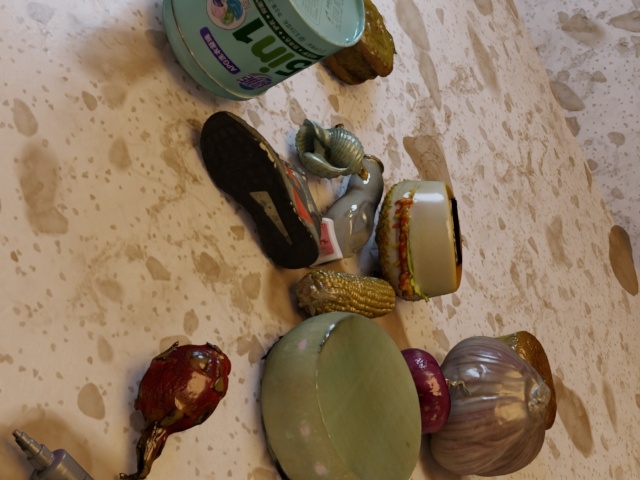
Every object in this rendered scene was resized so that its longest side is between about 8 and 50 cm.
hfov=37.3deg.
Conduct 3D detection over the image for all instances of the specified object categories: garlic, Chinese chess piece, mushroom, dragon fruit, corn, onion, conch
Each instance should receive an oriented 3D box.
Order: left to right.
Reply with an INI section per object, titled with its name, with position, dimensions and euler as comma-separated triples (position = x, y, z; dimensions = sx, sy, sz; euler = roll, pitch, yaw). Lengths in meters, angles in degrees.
[dragon fruit]
position = -0.222, 0.253, 1.412
dimensions = 0.125, 0.125, 0.246
euler = 29, 63, -4
[conch]
position = 0.016, -0.180, 2.012
dimensions = 0.153, 0.102, 0.135
euler = 21, 47, 7
[Chinese chess piece]
position = 0.040, 0.304, 1.721
dimensions = 0.349, 0.146, 0.349
euler = 32, 47, -43
[corn]
position = 0.062, 0.114, 1.907
dimensions = 0.293, 0.106, 0.106
euler = 9, 64, -53
[mushroom]
position = 0.078, -0.073, 2.052
dimensions = 0.109, 0.097, 0.351
euler = 66, 27, -24
[onion]
position = 0.198, 0.306, 1.931
dimensions = 0.153, 0.177, 0.177
euler = -38, 106, -20
[garlic]
position = 0.371, 0.369, 2.057
dimensions = 0.317, 0.259, 0.317
euler = 37, 40, -39

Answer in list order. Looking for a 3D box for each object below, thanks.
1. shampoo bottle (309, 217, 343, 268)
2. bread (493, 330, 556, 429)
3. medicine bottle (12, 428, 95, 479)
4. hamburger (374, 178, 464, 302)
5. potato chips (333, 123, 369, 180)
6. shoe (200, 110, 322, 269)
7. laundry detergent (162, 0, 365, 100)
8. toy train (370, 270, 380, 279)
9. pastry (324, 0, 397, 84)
[shampoo bottle]
position = 0.000, 0.000, 1.911
dimensions = 0.043, 0.072, 0.099
euler = 41, 34, -73
[bread]
position = 0.486, 0.353, 2.343
dimensions = 0.227, 0.142, 0.253
euler = 25, 50, -56
[medicine bottle]
position = -0.336, 0.318, 1.250
dimensions = 0.199, 0.057, 0.057
euler = 52, 36, -22
[hamburger]
position = 0.218, -0.001, 2.108
dimensions = 0.294, 0.179, 0.276
euler = -18, 103, -76
[potato chips]
position = 0.063, -0.199, 2.100
dimensions = 0.037, 0.026, 0.204
euler = 10, 34, -28
[shoe]
position = -0.091, -0.119, 1.809
dimensions = 0.336, 0.132, 0.171
euler = 58, 29, -18
[laundry detergent]
position = -0.120, -0.429, 1.774
dimensions = 0.287, 0.305, 0.287
euler = 32, 47, -42
[toy train]
position = 0.121, 0.105, 2.073
dimensions = 0.017, 0.017, 0.083
euler = 30, 48, -40
[pastry]
position = 0.076, -0.491, 2.278
dimensions = 0.240, 0.132, 0.235
euler = 60, 24, -23
